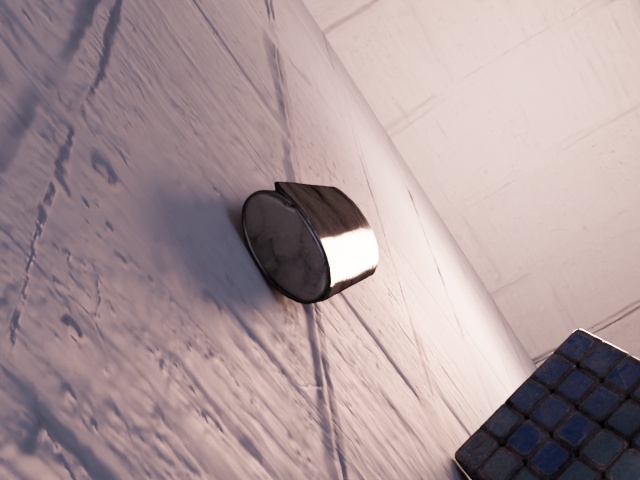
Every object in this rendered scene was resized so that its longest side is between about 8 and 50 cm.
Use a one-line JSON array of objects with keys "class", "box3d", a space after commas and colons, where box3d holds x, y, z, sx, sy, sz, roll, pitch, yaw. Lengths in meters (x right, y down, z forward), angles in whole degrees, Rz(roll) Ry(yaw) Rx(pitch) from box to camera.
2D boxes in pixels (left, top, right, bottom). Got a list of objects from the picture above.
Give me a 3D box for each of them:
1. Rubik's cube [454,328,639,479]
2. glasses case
[{"class": "Rubik's cube", "box3d": [0.344, 0.288, 1.136, 0.238, 0.237, 0.237, 51, -11, -30]}, {"class": "glasses case", "box3d": [0.000, 0.000, 0.963, 0.114, 0.060, 0.299, 60, 11, 3]}]
